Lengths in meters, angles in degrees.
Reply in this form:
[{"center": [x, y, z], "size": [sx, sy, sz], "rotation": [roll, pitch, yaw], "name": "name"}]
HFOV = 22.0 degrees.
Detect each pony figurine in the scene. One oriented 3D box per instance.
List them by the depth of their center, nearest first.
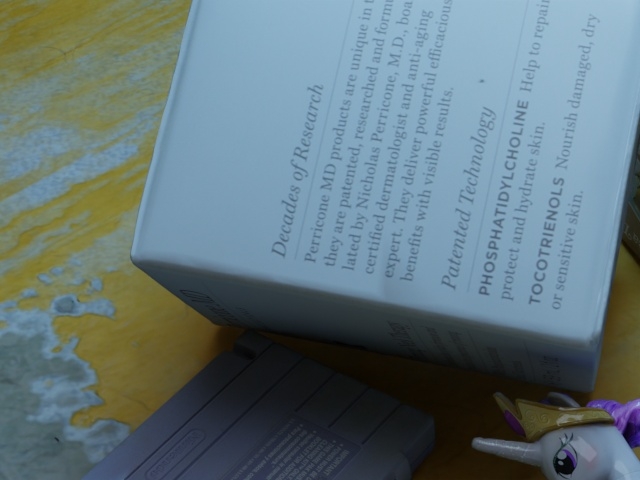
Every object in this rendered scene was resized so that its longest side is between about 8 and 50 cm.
[{"center": [0.341, 0.225, 1.329], "size": [0.351, 0.303, 0.363], "rotation": [-19, 57, -9], "name": "pony figurine"}]

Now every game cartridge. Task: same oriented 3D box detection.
[{"center": [-0.080, 0.233, 1.455], "size": [0.230, 0.068, 0.355], "rotation": [27, 46, 24], "name": "game cartridge"}]

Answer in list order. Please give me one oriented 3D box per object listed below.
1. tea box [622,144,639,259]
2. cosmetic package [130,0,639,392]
[{"center": [0.507, -0.054, 1.679], "size": [0.324, 0.220, 0.329], "rotation": [-14, 41, -16], "name": "tea box"}, {"center": [0.086, -0.068, 1.506], "size": [0.394, 0.329, 0.327], "rotation": [10, 80, 11], "name": "cosmetic package"}]
